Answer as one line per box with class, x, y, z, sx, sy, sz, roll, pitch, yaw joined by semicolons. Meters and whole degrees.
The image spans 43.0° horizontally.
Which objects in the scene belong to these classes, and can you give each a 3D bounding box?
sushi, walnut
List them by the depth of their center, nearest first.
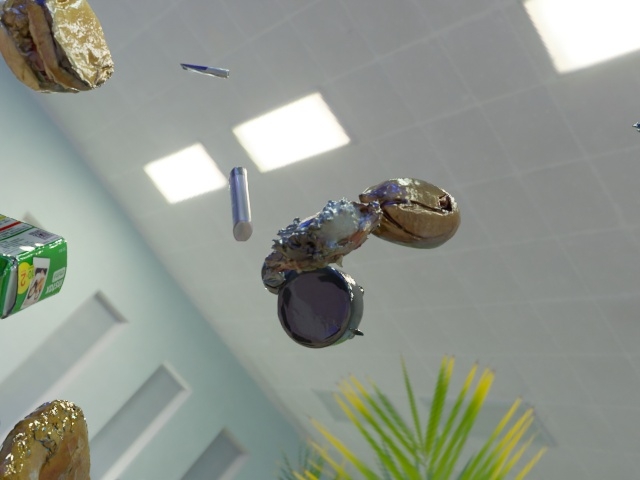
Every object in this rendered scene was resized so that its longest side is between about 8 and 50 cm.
sushi;-0.002;-0.001;1.327;0.226;0.097;0.103;-30;-43;24
walnut;0.169;-0.052;1.550;0.245;0.137;0.137;11;-19;-27

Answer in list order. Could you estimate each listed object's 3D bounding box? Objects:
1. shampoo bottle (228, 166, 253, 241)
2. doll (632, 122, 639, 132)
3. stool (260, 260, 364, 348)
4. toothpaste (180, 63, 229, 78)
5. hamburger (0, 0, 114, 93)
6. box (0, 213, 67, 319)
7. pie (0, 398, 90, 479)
shampoo bottle;-0.226;-0.105;2.296;0.055;0.228;0.086;2;-45;-13
doll;0.587;-0.186;1.383;0.125;0.037;0.027;2;-54;-15
stool;-0.004;0.105;1.556;0.228;0.153;0.139;59;14;14
toothpaste;-0.198;-0.291;1.389;0.083;0.015;0.024;10;-12;6
hamburger;-0.552;-0.410;1.684;0.162;0.244;0.244;-17;-57;16
box;-0.525;0.022;1.221;0.250;0.180;0.103;20;-76;8
pie;-0.403;0.360;1.197;0.069;0.274;0.273;0;-41;4
